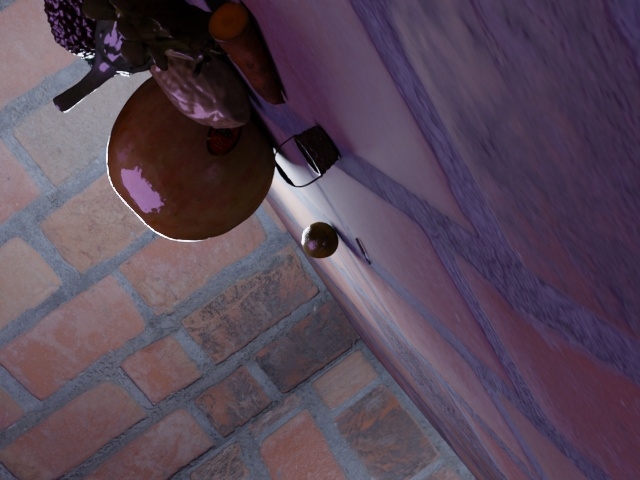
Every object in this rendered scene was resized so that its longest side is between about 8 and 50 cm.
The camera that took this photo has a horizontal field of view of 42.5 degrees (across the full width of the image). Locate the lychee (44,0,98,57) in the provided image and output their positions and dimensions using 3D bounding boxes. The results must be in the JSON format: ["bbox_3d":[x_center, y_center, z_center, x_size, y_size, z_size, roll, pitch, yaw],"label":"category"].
[{"bbox_3d":[-0.408,-0.474,1.543,0.236,0.271,0.236,30,-170,-6],"label":"lychee"}]

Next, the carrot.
[{"bbox_3d":[-0.093,-0.246,1.165,0.057,0.057,0.224,53,179,25],"label":"carrot"}]

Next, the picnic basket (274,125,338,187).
[{"bbox_3d":[-0.023,-0.115,1.158,0.072,0.083,0.072,55,176,5],"label":"picnic basket"}]

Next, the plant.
[{"bbox_3d":[-0.264,-0.300,1.234,0.261,0.297,0.306,24,-178,28],"label":"plant"}]

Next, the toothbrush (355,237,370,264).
[{"bbox_3d":[0.083,0.021,1.605,0.008,0.006,0.097,37,166,34],"label":"toothbrush"}]

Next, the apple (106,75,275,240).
[{"bbox_3d":[-0.296,-0.190,1.885,0.391,0.346,0.391,53,-179,-2],"label":"apple"}]

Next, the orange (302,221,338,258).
[{"bbox_3d":[0.000,0.000,1.859,0.085,0.085,0.095,55,169,-2],"label":"orange"}]

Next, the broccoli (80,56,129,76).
[{"bbox_3d":[-0.432,-0.486,1.786,0.294,0.245,0.265,58,-164,-79],"label":"broccoli"}]

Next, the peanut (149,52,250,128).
[{"bbox_3d":[-0.256,-0.340,1.652,0.325,0.140,0.153,49,-167,16],"label":"peanut"}]
